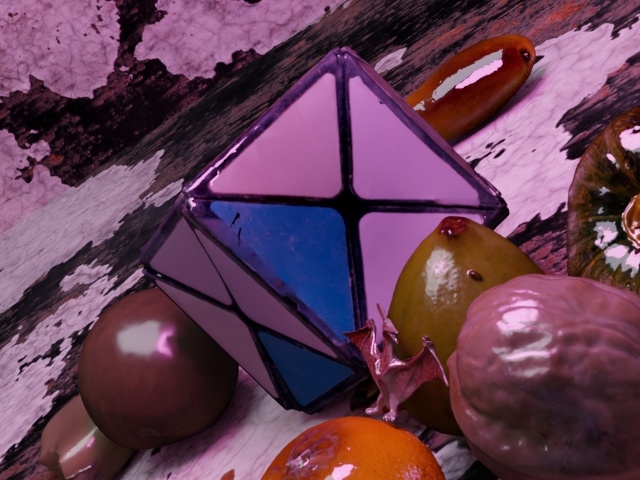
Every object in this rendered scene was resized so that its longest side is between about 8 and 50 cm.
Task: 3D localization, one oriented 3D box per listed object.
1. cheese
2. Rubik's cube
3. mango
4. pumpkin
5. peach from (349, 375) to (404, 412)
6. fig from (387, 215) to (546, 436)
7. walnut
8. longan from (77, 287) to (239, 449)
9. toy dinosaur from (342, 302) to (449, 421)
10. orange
[{"bbox_3d":[-0.345,0.302,2.040,0.175,0.091,0.202,-39,20,6],"label":"cheese"},{"bbox_3d":[0.000,0.000,1.678,0.307,0.310,0.305,-47,2,-27],"label":"Rubik's cube"},{"bbox_3d":[0.224,-0.234,2.163,0.267,0.111,0.133,-32,37,15],"label":"mango"},{"bbox_3d":[0.370,-0.012,1.354,0.260,0.189,0.260,-19,64,44],"label":"pumpkin"},{"bbox_3d":[0.138,0.120,1.627,0.279,0.068,0.189,-47,8,-28],"label":"peach"},{"bbox_3d":[0.159,0.086,1.418,0.203,0.225,0.203,-13,27,7],"label":"fig"},{"bbox_3d":[0.220,0.135,1.237,0.224,0.224,0.224,-34,21,15],"label":"walnut"},{"bbox_3d":[-0.226,0.185,1.919,0.248,0.248,0.248,-34,21,15],"label":"longan"},{"bbox_3d":[0.069,0.124,1.369,0.032,0.108,0.220,2,7,-29],"label":"toy dinosaur"},{"bbox_3d":[0.021,0.275,1.355,0.224,0.170,0.224,-32,21,14],"label":"orange"}]
